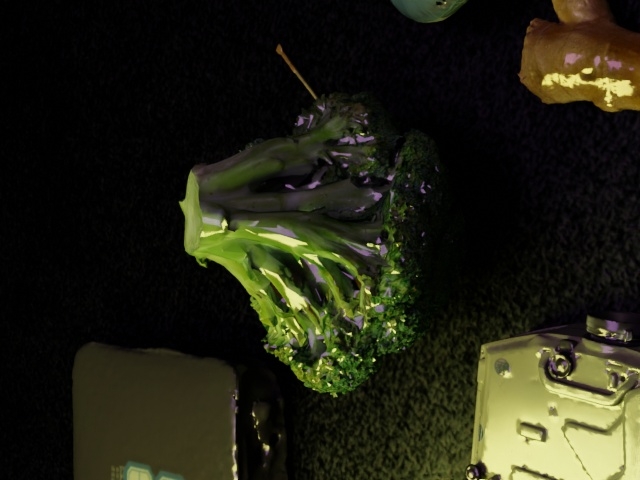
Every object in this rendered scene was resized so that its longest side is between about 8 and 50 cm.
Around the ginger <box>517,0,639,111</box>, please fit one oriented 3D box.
[{"bbox_3d":[0.292,-0.129,1.123,0.299,0.065,0.118,37,114,36],"label":"ginger"}]

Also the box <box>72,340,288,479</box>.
[{"bbox_3d":[-0.178,0.302,1.561,0.350,0.091,0.359,-1,89,45],"label":"box"}]

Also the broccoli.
[{"bbox_3d":[0.000,0.000,1.277,0.308,0.275,0.307,-177,90,-71],"label":"broccoli"}]

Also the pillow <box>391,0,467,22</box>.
[{"bbox_3d":[0.118,-0.324,1.248,0.214,0.086,0.233,-156,77,-68],"label":"pillow"}]

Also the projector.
[{"bbox_3d":[0.252,0.161,1.142,0.270,0.088,0.193,11,100,44],"label":"projector"}]

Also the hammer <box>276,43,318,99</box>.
[{"bbox_3d":[-0.019,-0.178,1.464,0.029,0.014,0.123,-49,55,22],"label":"hammer"}]
